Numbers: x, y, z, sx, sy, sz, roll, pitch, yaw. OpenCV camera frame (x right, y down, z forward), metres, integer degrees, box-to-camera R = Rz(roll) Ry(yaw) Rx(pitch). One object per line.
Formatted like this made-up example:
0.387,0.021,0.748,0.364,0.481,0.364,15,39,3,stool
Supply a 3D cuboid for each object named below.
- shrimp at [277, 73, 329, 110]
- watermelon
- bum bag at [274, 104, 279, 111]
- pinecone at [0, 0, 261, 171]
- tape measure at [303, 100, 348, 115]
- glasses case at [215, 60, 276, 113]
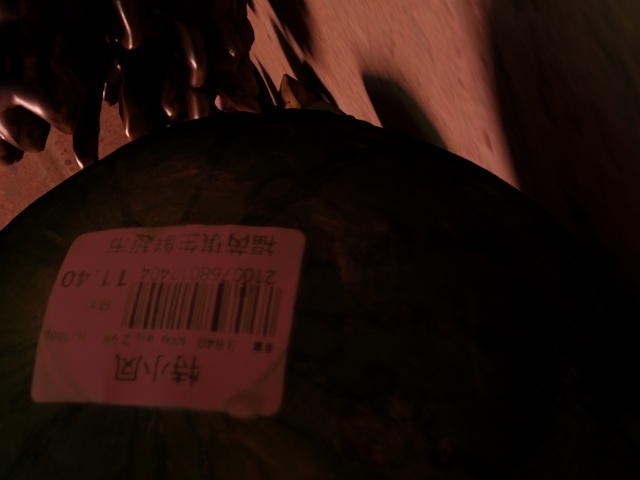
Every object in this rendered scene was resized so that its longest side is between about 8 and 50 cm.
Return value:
-0.002,-0.092,1.194,0.254,0.059,0.145,-108,1,-79,shrimp
-0.012,0.118,0.549,0.363,0.363,0.363,62,177,6,watermelon
-0.078,-0.153,1.758,0.248,0.069,0.102,63,-153,-65,bum bag
-0.230,-0.241,1.104,0.397,0.398,0.398,62,177,6,pinecone
0.048,0.018,0.871,0.235,0.115,0.207,54,179,-13,tape measure
-0.063,-0.076,1.248,0.103,0.067,0.266,75,-179,-52,glasses case
